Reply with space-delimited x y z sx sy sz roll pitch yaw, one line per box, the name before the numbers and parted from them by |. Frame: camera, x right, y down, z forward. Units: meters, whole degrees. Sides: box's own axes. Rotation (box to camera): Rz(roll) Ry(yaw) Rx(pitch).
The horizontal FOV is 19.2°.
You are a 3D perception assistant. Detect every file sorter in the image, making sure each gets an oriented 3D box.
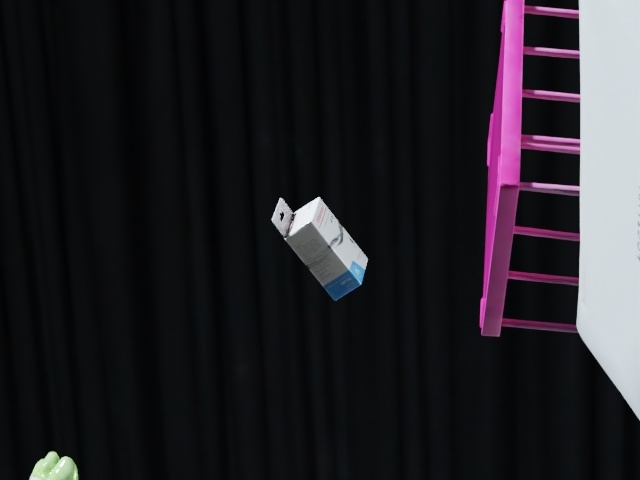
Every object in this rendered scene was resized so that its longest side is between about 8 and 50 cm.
file sorter | 0.260 -0.071 1.869 0.182 0.202 0.290 5 44 2

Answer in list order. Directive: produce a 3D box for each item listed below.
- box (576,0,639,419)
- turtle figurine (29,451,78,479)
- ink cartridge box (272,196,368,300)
box | 0.276 -0.046 0.652 0.345 0.215 0.168 -22 48 -13
turtle figurine | -0.258 0.167 1.236 0.266 0.274 0.198 -5 -19 -42
ink cartridge box | 0.000 0.000 1.490 0.028 0.083 0.048 -33 17 21
